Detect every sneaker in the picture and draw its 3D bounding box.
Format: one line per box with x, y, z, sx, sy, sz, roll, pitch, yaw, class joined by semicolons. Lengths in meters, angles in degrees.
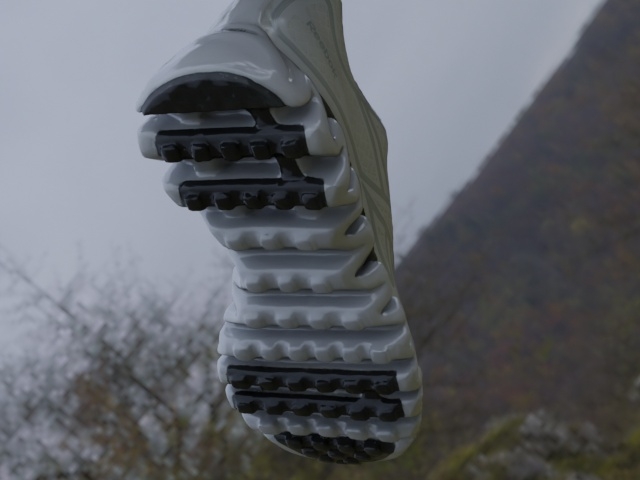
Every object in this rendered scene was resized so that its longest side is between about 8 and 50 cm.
0.000;0.000;0.765;0.118;0.110;0.292;-70;-23;-43;sneaker
